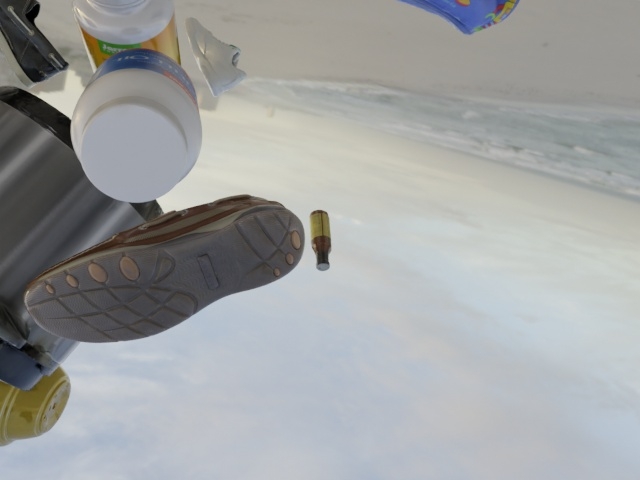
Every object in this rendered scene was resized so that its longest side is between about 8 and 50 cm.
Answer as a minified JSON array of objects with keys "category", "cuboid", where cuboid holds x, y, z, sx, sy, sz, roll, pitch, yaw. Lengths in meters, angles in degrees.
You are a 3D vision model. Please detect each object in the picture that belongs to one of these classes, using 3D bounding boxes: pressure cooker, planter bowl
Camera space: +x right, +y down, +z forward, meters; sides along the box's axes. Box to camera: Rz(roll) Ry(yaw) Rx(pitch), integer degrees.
[{"category":"pressure cooker","cuboid":[-0.488,0.027,0.941,0.376,0.420,0.370,35,161,7]},{"category":"planter bowl","cuboid":[-0.519,0.288,1.130,0.090,0.217,0.217,21,-169,2]}]

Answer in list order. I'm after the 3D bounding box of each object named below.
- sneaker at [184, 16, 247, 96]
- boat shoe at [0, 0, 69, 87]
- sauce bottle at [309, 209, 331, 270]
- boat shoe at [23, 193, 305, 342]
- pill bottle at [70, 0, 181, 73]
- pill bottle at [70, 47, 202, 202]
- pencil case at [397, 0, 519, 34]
[{"category":"sneaker","cuboid":[-0.217,-0.393,1.302,0.080,0.094,0.212,75,169,-64]},{"category":"boat shoe","cuboid":[-0.459,-0.351,0.926,0.079,0.233,0.084,-24,-165,-1]},{"category":"sauce bottle","cuboid":[0.000,0.000,1.197,0.042,0.042,0.128,12,-130,-17]},{"category":"boat shoe","cuboid":[-0.182,0.027,0.751,0.325,0.123,0.116,-15,-151,-13]},{"category":"pill bottle","cuboid":[-0.277,-0.313,0.895,0.137,0.136,0.245,15,159,-2]},{"category":"pill bottle","cuboid":[-0.184,-0.120,0.637,0.124,0.124,0.221,12,-158,-19]},{"category":"pencil case","cuboid":[0.115,-0.334,0.732,0.306,0.133,0.119,3,-168,-42]}]
